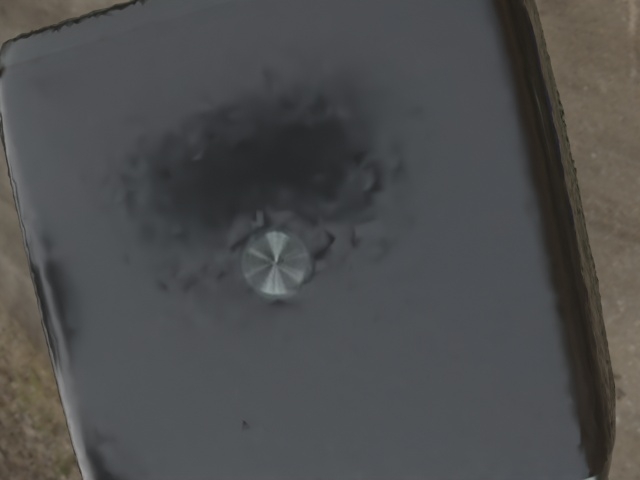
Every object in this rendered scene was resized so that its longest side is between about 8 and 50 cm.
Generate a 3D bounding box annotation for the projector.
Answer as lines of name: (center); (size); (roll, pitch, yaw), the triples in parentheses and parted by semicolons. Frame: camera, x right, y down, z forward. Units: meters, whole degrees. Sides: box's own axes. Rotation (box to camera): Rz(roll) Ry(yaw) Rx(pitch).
projector: (0.000, 0.000, 0.799); (0.395, 0.242, 0.405); (-13, 92, 18)
